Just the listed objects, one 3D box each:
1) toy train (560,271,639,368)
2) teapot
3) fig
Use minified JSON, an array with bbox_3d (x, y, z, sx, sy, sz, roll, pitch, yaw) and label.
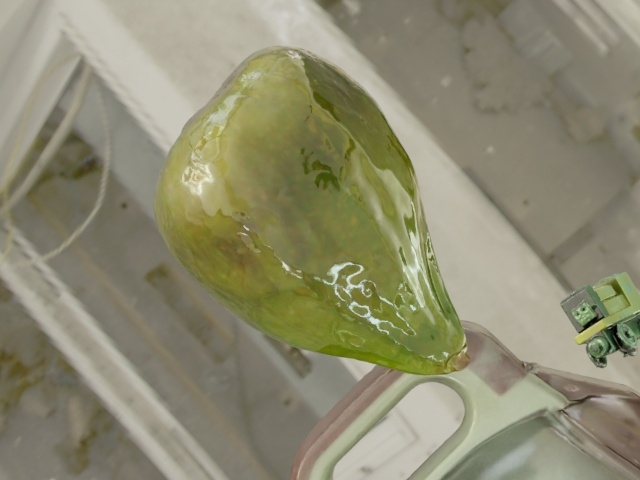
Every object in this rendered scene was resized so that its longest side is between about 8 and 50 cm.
[{"bbox_3d":[0.278,0.075,1.477,0.122,0.050,0.081,-12,71,-56],"label":"toy train"},{"bbox_3d":[0.125,0.224,1.161,0.315,0.233,0.312,34,96,-6],"label":"teapot"},{"bbox_3d":[-0.011,-0.009,1.018,0.167,0.167,0.233,-53,127,-40],"label":"fig"}]
